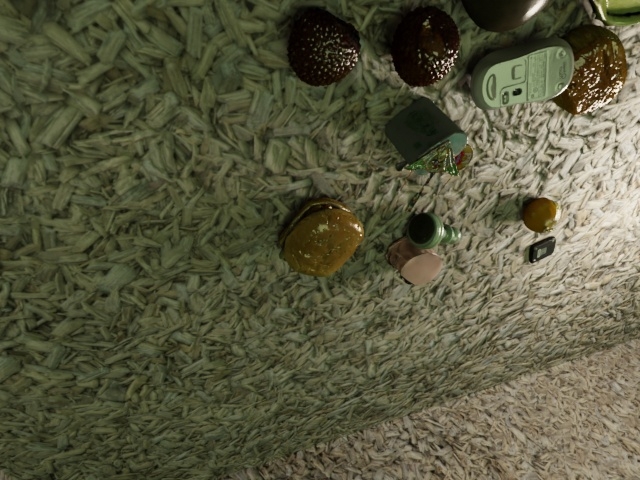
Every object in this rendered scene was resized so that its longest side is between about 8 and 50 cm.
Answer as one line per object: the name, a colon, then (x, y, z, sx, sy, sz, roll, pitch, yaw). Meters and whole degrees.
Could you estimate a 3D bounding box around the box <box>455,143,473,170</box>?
box: (0.469, -0.289, 1.590, 0.106, 0.037, 0.105, -12, 134, -13)

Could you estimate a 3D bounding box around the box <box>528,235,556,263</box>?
box: (1.024, 0.044, 2.139, 0.125, 0.027, 0.126, -24, 136, -2)

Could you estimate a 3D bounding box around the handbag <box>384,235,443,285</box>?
handbag: (0.369, 0.080, 1.829, 0.179, 0.116, 0.205, -42, 134, 16)

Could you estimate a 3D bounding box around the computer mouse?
computer mouse: (0.587, -0.490, 1.385, 0.297, 0.121, 0.184, -18, 119, 4)

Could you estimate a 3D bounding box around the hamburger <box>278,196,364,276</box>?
hamburger: (0.001, 0.000, 1.582, 0.260, 0.144, 0.283, 12, 130, -35)

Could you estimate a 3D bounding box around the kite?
kite: (0.312, -0.177, 1.324, 0.198, 0.006, 0.244, 7, 127, -25)

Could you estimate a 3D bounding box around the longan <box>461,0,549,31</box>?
longan: (0.462, -0.656, 1.110, 0.300, 0.243, 0.300, -21, 148, -14)

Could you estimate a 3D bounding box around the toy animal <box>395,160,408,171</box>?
toy animal: (0.336, -0.300, 1.519, 0.203, 0.070, 0.105, -27, 148, -2)

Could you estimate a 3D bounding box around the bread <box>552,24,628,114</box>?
bread: (0.832, -0.531, 1.455, 0.228, 0.142, 0.253, -28, 138, 13)

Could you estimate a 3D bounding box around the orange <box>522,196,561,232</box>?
orange: (0.903, -0.098, 1.887, 0.157, 0.134, 0.156, -9, 145, -6)

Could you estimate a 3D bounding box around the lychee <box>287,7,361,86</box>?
lychee: (0.004, -0.466, 1.137, 0.188, 0.188, 0.188, -12, 134, -13)

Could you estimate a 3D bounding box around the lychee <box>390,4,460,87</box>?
lychee: (0.273, -0.498, 1.222, 0.188, 0.188, 0.188, -12, 134, -13)

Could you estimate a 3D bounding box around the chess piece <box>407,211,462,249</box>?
chess piece: (0.465, -0.028, 1.784, 0.272, 0.139, 0.139, 6, 128, -42)

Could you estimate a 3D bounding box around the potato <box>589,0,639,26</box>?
potato: (0.872, -0.748, 1.247, 0.331, 0.212, 0.280, 1, 169, 25)

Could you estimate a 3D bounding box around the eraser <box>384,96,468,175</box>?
eraser: (0.304, -0.310, 1.366, 0.174, 0.227, 0.081, -36, 131, 13)
